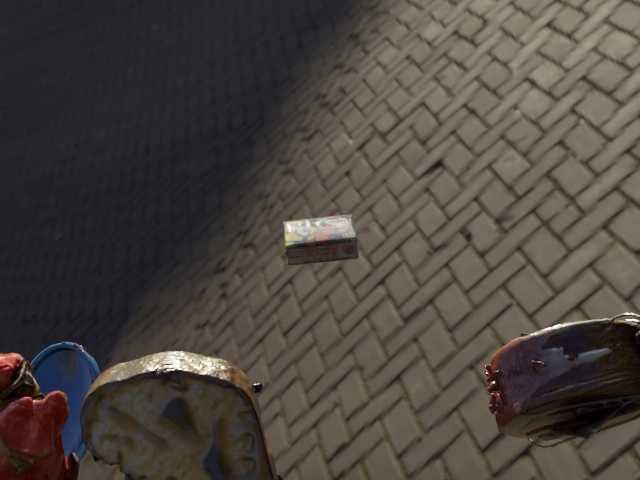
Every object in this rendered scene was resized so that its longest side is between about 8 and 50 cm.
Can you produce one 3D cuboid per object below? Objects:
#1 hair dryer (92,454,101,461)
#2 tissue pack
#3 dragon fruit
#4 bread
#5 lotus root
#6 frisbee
[{"bbox_3d":[-0.263,0.275,1.592,0.124,0.072,0.219,-17,3,-18],"label":"hair dryer"},{"bbox_3d":[0.000,0.000,1.284,0.083,0.035,0.063,-5,29,-1],"label":"tissue pack"},{"bbox_3d":[-0.458,0.281,1.453,0.226,0.305,0.305,-45,23,37],"label":"dragon fruit"},{"bbox_3d":[0.310,0.177,1.346,0.224,0.211,0.143,-34,57,42],"label":"bread"},{"bbox_3d":[-0.144,0.216,1.266,0.074,0.260,0.170,-56,-15,-78],"label":"lotus root"},{"bbox_3d":[-0.463,0.302,1.993,0.242,0.045,0.242,-15,66,37],"label":"frisbee"}]
